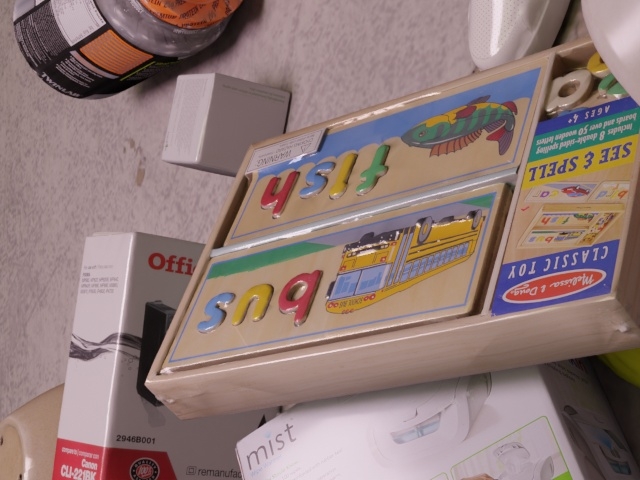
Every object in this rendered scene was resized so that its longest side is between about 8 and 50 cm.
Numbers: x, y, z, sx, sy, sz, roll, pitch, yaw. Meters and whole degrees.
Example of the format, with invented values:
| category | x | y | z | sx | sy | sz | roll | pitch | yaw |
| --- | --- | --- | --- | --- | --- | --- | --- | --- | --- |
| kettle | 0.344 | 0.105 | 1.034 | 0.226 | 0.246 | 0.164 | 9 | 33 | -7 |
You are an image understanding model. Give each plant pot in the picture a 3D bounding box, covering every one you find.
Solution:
| category | x | y | z | sx | sy | sz | roll | pitch | yaw |
| --- | --- | --- | --- | --- | --- | --- | --- | --- | --- |
| plant pot | -0.271 | 0.274 | 1.450 | 0.284 | 0.191 | 0.284 | -21 | 64 | 52 |

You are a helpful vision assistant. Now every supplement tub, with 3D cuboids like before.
| category | x | y | z | sx | sy | sz | roll | pitch | yaw |
| --- | --- | --- | --- | --- | --- | --- | --- | --- | --- |
| supplement tub | -0.230 | -0.295 | 1.557 | 0.316 | 0.194 | 0.193 | -13 | 70 | 53 |

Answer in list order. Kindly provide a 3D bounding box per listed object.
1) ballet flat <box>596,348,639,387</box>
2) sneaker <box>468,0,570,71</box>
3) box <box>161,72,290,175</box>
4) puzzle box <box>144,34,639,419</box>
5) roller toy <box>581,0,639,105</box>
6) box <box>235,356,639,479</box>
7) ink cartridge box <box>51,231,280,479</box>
| category | x | y | z | sx | sy | sz | roll | pitch | yaw |
| --- | --- | --- | --- | --- | --- | --- | --- | --- | --- |
| ballet flat | 0.186 | 0.022 | 0.944 | 0.077 | 0.077 | 0.231 | -57 | 39 | 29 |
| sneaker | 0.129 | -0.284 | 1.042 | 0.108 | 0.169 | 0.292 | 11 | 91 | 55 |
| box | -0.103 | -0.124 | 1.398 | 0.087 | 0.101 | 0.102 | 10 | 89 | 56 |
| puzzle box | 0.067 | -0.010 | 0.960 | 0.409 | 0.052 | 0.272 | -15 | 41 | 37 |
| roller toy | 0.260 | -0.138 | 0.773 | 0.146 | 0.209 | 0.191 | -49 | 49 | 38 |
| box | 0.089 | 0.195 | 0.927 | 0.262 | 0.127 | 0.231 | -36 | 49 | 22 |
| ink cartridge box | -0.146 | 0.137 | 1.297 | 0.114 | 0.197 | 0.272 | -5 | 76 | 54 |
